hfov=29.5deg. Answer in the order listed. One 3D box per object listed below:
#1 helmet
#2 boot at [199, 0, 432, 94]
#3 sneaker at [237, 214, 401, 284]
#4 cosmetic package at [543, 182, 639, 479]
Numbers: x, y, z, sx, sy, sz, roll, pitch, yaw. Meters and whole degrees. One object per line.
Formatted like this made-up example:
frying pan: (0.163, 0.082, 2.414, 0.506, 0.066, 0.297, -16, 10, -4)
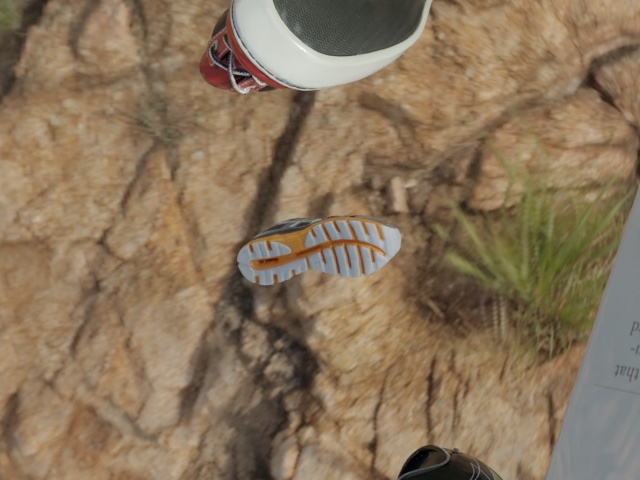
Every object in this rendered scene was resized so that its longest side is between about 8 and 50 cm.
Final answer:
helmet: (0.119, 0.286, 1.174, 0.169, 0.162, 0.169, 15, 114, 39)
boot: (-0.026, -0.117, 0.712, 0.176, 0.244, 0.088, -31, 101, 32)
sneaker: (0.000, 0.000, 1.582, 0.215, 0.083, 0.084, -5, 114, 15)
cosmetic package: (0.405, 0.114, 0.823, 0.329, 0.327, 0.393, 24, 80, -28)
